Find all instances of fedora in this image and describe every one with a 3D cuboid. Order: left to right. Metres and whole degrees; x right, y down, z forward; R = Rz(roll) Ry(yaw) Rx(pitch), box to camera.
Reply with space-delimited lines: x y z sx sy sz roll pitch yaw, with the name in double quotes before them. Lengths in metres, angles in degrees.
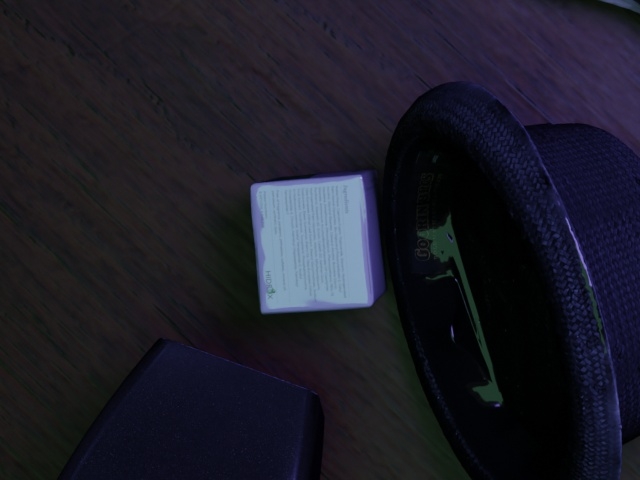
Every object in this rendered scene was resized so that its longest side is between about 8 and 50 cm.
"fedora" 0.174 0.037 1.352 0.152 0.334 0.334 -17 92 -21

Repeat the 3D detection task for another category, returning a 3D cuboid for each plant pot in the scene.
"plant pot" -0.084 0.178 1.416 0.188 0.187 0.167 20 79 7

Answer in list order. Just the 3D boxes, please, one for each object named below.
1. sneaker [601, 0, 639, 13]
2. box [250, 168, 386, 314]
"sneaker" 0.229 -0.273 1.380 0.410 0.158 0.182 26 67 8
"box" 0.000 0.000 1.426 0.087 0.101 0.102 -3 94 8
